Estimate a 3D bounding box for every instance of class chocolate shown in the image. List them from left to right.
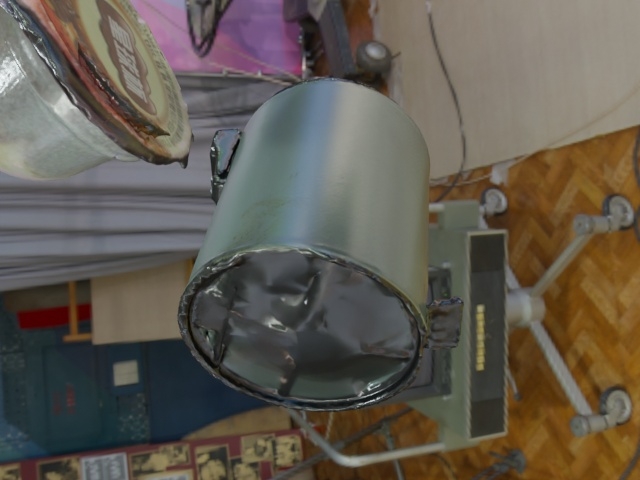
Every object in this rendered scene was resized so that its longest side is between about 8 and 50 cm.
[{"bbox_3d":[-0.211,-0.120,0.529,0.221,0.147,0.221,60,-172,-14],"label":"chocolate"}]

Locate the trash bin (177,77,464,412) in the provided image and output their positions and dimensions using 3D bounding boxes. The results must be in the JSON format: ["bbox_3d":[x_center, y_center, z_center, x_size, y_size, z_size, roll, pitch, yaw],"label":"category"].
[{"bbox_3d":[0.000,0.000,0.692,0.262,0.277,0.217,-78,-9,-47],"label":"trash bin"}]
